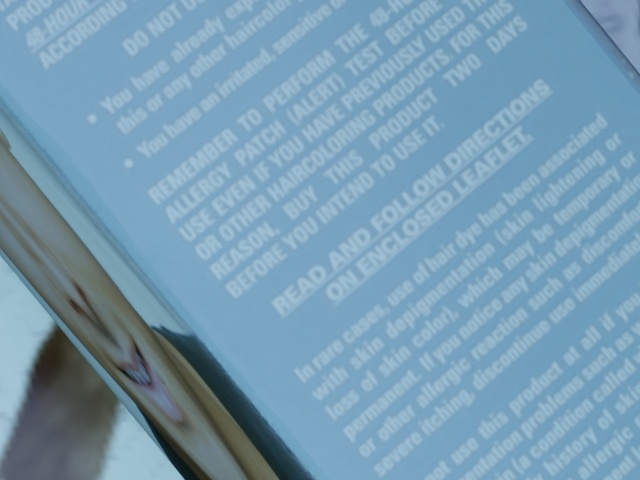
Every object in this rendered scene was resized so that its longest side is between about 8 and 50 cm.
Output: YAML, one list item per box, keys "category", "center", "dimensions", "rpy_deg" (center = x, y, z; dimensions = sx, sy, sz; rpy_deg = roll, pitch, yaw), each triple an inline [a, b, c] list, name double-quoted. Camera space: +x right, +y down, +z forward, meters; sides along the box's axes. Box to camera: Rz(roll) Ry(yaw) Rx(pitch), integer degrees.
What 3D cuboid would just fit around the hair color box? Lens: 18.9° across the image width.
- category: "hair color box"
  center: [0.000, 0.000, 0.465]
  dimensions: [0.113, 0.185, 0.374]
  rpy_deg: [-39, 91, -14]
